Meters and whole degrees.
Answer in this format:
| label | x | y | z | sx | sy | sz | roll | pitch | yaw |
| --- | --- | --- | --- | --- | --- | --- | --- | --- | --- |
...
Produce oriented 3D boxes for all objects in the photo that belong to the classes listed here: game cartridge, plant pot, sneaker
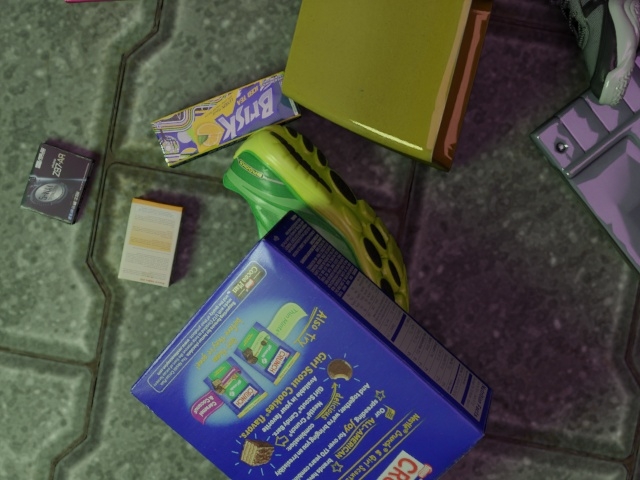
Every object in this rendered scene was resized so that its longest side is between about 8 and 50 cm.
| label | x | y | z | sx | sy | sz | roll | pitch | yaw |
| --- | --- | --- | --- | --- | --- | --- | --- | --- | --- |
| game cartridge | 0.446 | -0.057 | 1.396 | 0.230 | 0.068 | 0.355 | -38 | 93 | 5 |
| plant pot | 0.073 | -0.207 | 1.318 | 0.187 | 0.212 | 0.212 | 15 | 93 | 11 |
| sneaker | 0.000 | 0.000 | 1.384 | 0.123 | 0.109 | 0.295 | -33 | 98 | 30 |
| sneaker | 0.281 | -0.279 | 1.347 | 0.153 | 0.101 | 0.269 | 1 | 73 | 5 |

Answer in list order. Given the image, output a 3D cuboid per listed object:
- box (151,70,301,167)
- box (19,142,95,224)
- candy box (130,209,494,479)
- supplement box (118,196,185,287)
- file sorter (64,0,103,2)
| label | x | y | z | sx | sy | sz | roll | pitch | yaw |
| --- | --- | --- | --- | --- | --- | --- | --- | --- | --- |
| box | -0.109 | -0.143 | 1.385 | 0.168 | 0.054 | 0.059 | -21 | 93 | 0 |
| box | -0.315 | -0.068 | 1.404 | 0.067 | 0.018 | 0.083 | 19 | 93 | -2 |
| candy box | -0.008 | 0.171 | 1.326 | 0.317 | 0.122 | 0.268 | 42 | 115 | -1 |
| supplement box | -0.201 | 0.002 | 1.400 | 0.062 | 0.036 | 0.098 | 12 | 93 | -2 |
| file sorter | -0.164 | -0.387 | 1.308 | 0.290 | 0.182 | 0.202 | -3 | 93 | 0 |
